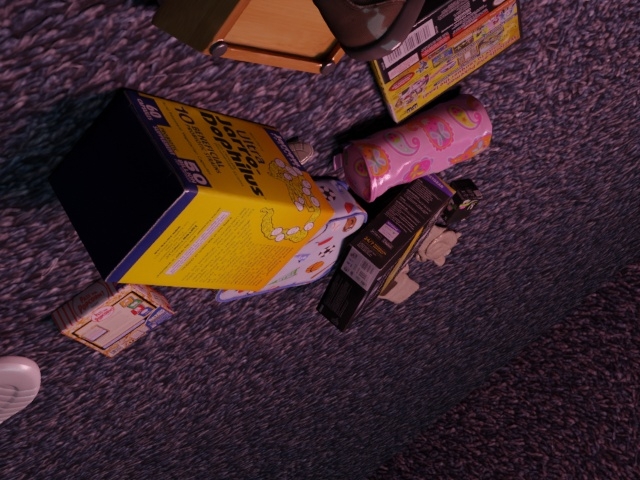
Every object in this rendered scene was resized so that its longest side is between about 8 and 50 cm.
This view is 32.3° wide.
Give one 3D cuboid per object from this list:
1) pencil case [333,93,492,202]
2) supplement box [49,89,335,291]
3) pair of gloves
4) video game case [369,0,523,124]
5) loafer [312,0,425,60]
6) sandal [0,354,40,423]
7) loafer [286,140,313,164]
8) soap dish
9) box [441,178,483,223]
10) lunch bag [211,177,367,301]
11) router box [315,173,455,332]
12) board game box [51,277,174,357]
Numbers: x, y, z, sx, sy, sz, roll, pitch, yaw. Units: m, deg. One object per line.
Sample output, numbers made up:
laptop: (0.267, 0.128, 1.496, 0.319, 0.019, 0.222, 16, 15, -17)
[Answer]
pencil case: (0.168, -0.168, 1.982, 0.284, 0.124, 0.124, -24, 153, -20)
supplement box: (-0.182, -0.063, 1.644, 0.195, 0.194, 0.356, -45, 154, 23)
pair of gloves: (0.202, 0.048, 2.500, 0.240, 0.042, 0.204, -45, 150, 18)
video game case: (0.209, -0.333, 1.828, 0.275, 0.035, 0.248, -35, 155, -1)
loafer: (0.093, -0.398, 1.309, 0.130, 0.134, 0.366, 31, 74, -42)
sandal: (-0.599, 0.258, 1.842, 0.169, 0.102, 0.416, 8, 147, -35)
loafer: (-0.071, -0.129, 1.851, 0.125, 0.045, 0.039, -25, 171, -5)
soap dish: (-0.043, -0.329, 1.427, 0.291, 0.118, 0.229, 0, 139, -49)
box: (0.295, -0.083, 2.361, 0.062, 0.052, 0.083, -10, 147, -40)
lunch bag: (-0.077, 0.003, 1.994, 0.303, 0.115, 0.243, -8, 147, -45)
router box: (0.123, 0.024, 2.178, 0.243, 0.081, 0.309, -44, 170, -29)
board game box: (-0.362, 0.130, 1.948, 0.147, 0.045, 0.193, -35, 155, 2)
